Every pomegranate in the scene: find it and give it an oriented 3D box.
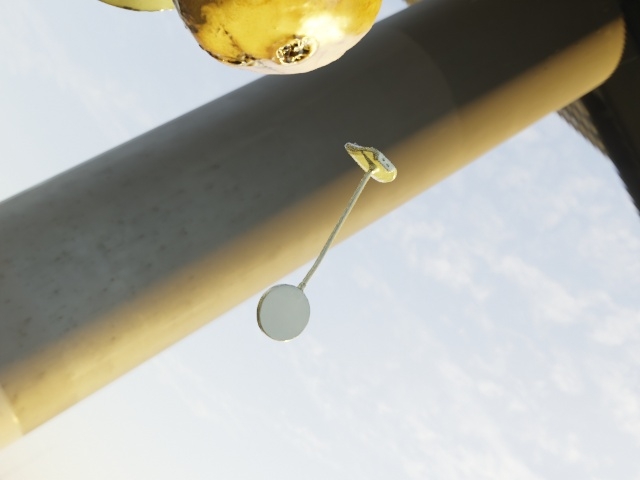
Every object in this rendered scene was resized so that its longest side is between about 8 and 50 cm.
[{"bbox_3d":[-0.048,-0.311,0.980,0.260,0.260,0.260,41,-31,32],"label":"pomegranate"}]

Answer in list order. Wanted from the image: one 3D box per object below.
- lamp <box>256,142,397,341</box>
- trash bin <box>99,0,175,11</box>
[{"bbox_3d":[0.000,0.000,0.790,0.050,0.198,0.056,40,-15,-28],"label":"lamp"},{"bbox_3d":[-0.272,-0.609,1.382,0.280,0.280,0.432,44,-39,28],"label":"trash bin"}]
